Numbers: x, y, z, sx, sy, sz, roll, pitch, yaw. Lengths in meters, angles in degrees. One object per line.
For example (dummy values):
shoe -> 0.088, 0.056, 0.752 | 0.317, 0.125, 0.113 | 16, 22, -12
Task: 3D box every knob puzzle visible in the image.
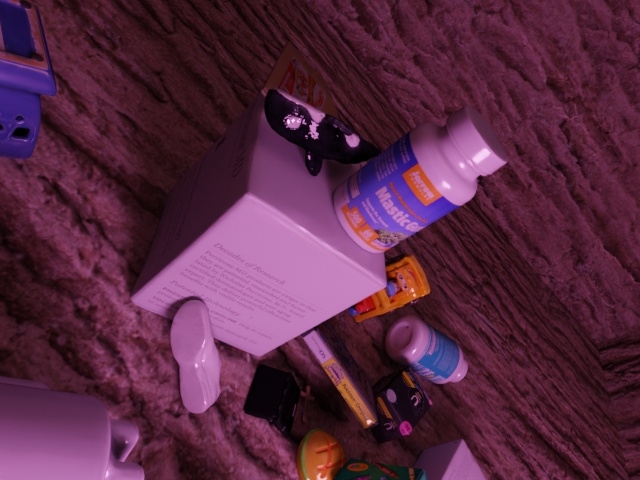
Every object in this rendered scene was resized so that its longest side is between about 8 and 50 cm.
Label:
knob puzzle -> -0.029, -0.266, 0.937 | 0.213, 0.030, 0.212 | 26, 55, -43

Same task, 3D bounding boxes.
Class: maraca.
maraca -> 0.012, 0.482, 0.996 | 0.185, 0.099, 0.127 | 63, 34, -10

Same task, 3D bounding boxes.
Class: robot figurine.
robot figurine -> -0.404, 0.277, 0.577 | 0.354, 0.199, 0.300 | 25, 13, -36

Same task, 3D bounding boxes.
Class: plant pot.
plant pot -> -0.603, -0.303, 0.819 | 0.236, 0.212, 0.235 | 3, 59, -50

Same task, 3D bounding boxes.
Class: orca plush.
orca plush -> -0.001, -0.167, 0.857 | 0.151, 0.102, 0.287 | 31, 10, 27

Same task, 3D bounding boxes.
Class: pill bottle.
pill bottle -> 0.166, -0.102, 0.816 | 0.152, 0.272, 0.152 | 31, 41, -31
pill bottle -> 0.330, 0.340, 1.446 | 0.264, 0.146, 0.146 | 33, 40, -28

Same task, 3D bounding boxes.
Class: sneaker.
sneaker -> -0.228, 0.214, 0.922 | 0.094, 0.080, 0.212 | -13, 103, -67

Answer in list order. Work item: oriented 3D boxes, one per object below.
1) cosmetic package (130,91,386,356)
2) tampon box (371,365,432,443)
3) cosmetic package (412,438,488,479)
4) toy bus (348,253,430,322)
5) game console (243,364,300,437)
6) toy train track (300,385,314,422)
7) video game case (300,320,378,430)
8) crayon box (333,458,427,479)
cosmetic package -> -0.118, -0.018, 0.996 | 0.328, 0.394, 0.329 | 33, 39, -29
tampon box -> 0.195, 0.427, 1.251 | 0.161, 0.101, 0.120 | -20, 77, -54
cosmetic package -> 0.323, 0.660, 1.177 | 0.224, 0.138, 0.224 | -22, 81, -55
toy bus -> 0.164, 0.146, 1.360 | 0.212, 0.220, 0.149 | -16, 79, -48
game console -> -0.102, 0.349, 1.044 | 0.122, 0.071, 0.107 | -74, 151, -48
toy train track -> -0.036, 0.376, 1.100 | 0.048, 0.014, 0.083 | 38, 43, -34
video game case -> 0.047, 0.287, 1.135 | 0.248, 0.035, 0.275 | 55, 3, 1
crayon box -> 0.141, 0.577, 0.929 | 0.081, 0.166, 0.278 | -27, 105, -56
